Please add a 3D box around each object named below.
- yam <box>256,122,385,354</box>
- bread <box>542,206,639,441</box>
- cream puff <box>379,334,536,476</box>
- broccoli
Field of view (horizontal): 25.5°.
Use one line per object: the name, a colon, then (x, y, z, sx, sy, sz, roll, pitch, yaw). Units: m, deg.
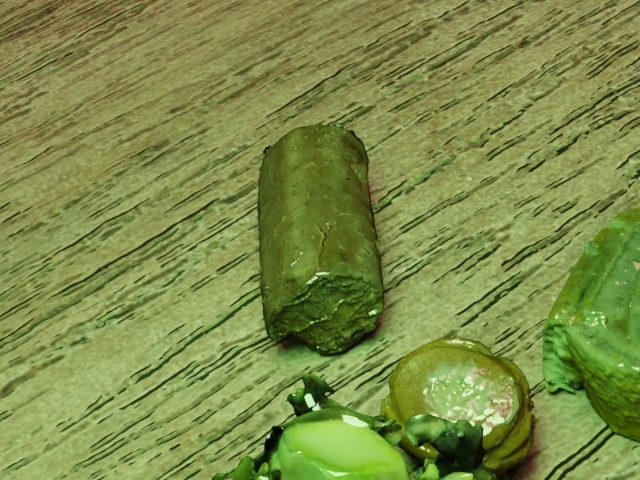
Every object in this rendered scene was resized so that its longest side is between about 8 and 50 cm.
yam: (-0.002, 0.000, 1.467, 0.128, 0.129, 0.238, -9, 43, 3)
bread: (0.319, 0.062, 1.347, 0.186, 0.124, 0.257, 11, 46, 21)
cream puff: (0.130, 0.161, 1.297, 0.144, 0.103, 0.126, 22, 66, 30)
broccoli: (0.030, 0.273, 1.130, 0.324, 0.272, 0.334, 12, 23, -36)
